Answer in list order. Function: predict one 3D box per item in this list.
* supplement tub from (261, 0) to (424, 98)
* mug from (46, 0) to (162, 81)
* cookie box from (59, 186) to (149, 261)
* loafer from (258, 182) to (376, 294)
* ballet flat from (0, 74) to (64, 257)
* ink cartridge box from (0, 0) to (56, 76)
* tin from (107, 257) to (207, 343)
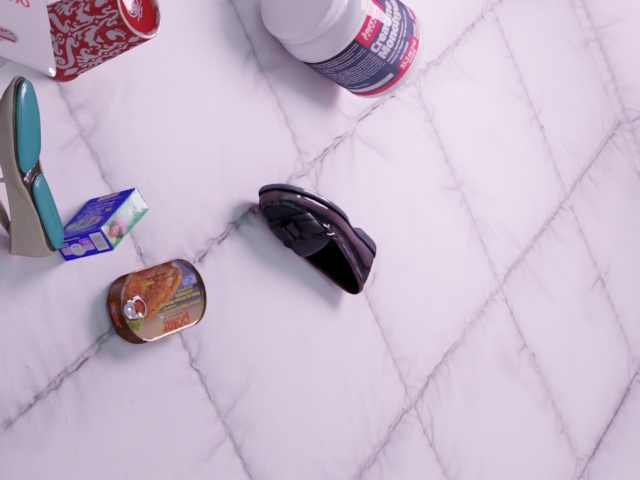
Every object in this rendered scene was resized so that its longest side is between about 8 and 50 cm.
[{"bbox_3d":[0.042,-0.384,2.421,0.272,0.191,0.191,25,57,-49],"label":"supplement tub"},{"bbox_3d":[-0.318,-0.316,1.890,0.113,0.169,0.150,-20,95,-56],"label":"mug"},{"bbox_3d":[-0.301,-0.023,1.870,0.040,0.091,0.107,62,36,-23],"label":"cookie box"},{"bbox_3d":[0.000,0.000,2.292,0.302,0.109,0.095,35,55,-48],"label":"loafer"},{"bbox_3d":[-0.391,-0.089,1.730,0.086,0.086,0.248,-44,134,-53],"label":"ballet flat"},{"bbox_3d":[-0.460,-0.348,1.681,0.207,0.119,0.353,19,49,-51],"label":"ink cartridge box"},{"bbox_3d":[-0.236,0.089,1.972,0.189,0.040,0.106,-18,89,-56],"label":"tin"}]
